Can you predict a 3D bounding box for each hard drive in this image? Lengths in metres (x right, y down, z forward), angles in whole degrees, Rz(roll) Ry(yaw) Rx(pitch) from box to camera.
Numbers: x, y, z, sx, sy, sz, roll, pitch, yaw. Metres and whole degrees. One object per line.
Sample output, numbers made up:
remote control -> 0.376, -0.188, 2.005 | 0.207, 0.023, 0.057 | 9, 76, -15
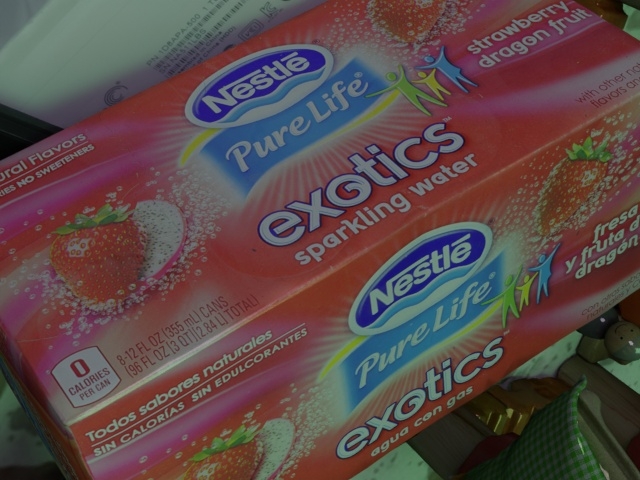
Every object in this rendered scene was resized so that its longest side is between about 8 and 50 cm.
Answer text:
hard drive -> -0.024, -0.082, 0.623 | 0.210, 0.040, 0.319 | -42, 146, 13

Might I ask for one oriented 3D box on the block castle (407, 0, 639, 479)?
block castle -> 0.266, 0.012, 0.863 | 0.303, 0.213, 0.453 | 2, 116, -40

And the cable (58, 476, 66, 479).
cable -> -0.207, 0.183, 0.724 | 0.287, 0.072, 0.139 | -37, 128, -32

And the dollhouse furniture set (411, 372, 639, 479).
dollhouse furniture set -> 0.067, 0.158, 0.698 | 0.151, 0.301, 0.197 | -22, 156, -29

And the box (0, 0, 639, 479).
box -> 0.000, 0.000, 0.539 | 0.300, 0.154, 0.142 | -29, 139, -18

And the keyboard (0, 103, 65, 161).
keyboard -> -0.182, 0.006, 0.571 | 0.201, 0.033, 0.317 | -38, 145, 22
